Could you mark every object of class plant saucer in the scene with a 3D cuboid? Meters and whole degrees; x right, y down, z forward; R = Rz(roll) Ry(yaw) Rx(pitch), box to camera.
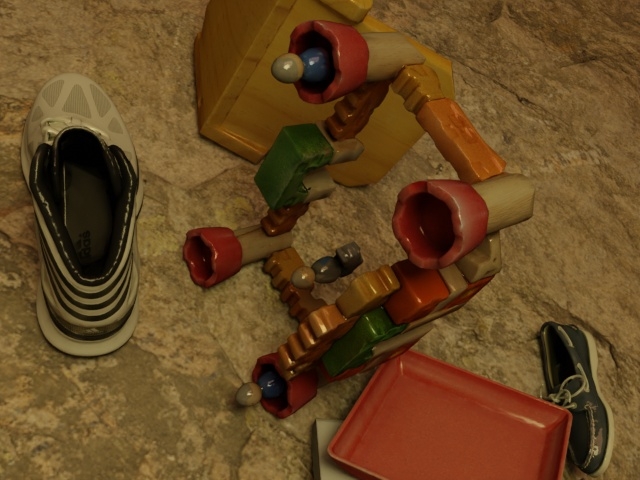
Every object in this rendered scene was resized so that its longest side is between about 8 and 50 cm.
[{"bbox_3d":[0.169,0.255,0.862,0.259,0.048,0.258,19,28,18],"label":"plant saucer"}]

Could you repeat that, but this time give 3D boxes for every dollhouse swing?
[{"bbox_3d":[0.004,-0.308,1.112,0.305,0.347,0.315,10,53,-28],"label":"dollhouse swing"}]

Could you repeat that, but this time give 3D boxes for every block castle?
[{"bbox_3d":[0.000,0.000,0.824,0.213,0.453,0.303,-16,66,-39],"label":"block castle"}]

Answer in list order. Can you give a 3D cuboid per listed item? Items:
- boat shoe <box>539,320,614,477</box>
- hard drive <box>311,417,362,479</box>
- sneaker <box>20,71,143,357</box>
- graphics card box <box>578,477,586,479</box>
[{"bbox_3d":[0.385,0.233,1.051,0.079,0.095,0.254,20,50,-12],"label":"boat shoe"},{"bbox_3d":[0.148,0.311,0.844,0.307,0.040,0.203,7,27,-7],"label":"hard drive"},{"bbox_3d":[-0.292,-0.103,0.885,0.169,0.257,0.447,-2,58,-25],"label":"sneaker"},{"bbox_3d":[0.243,0.471,0.823,0.371,0.094,0.233,-13,62,-31],"label":"graphics card box"}]
